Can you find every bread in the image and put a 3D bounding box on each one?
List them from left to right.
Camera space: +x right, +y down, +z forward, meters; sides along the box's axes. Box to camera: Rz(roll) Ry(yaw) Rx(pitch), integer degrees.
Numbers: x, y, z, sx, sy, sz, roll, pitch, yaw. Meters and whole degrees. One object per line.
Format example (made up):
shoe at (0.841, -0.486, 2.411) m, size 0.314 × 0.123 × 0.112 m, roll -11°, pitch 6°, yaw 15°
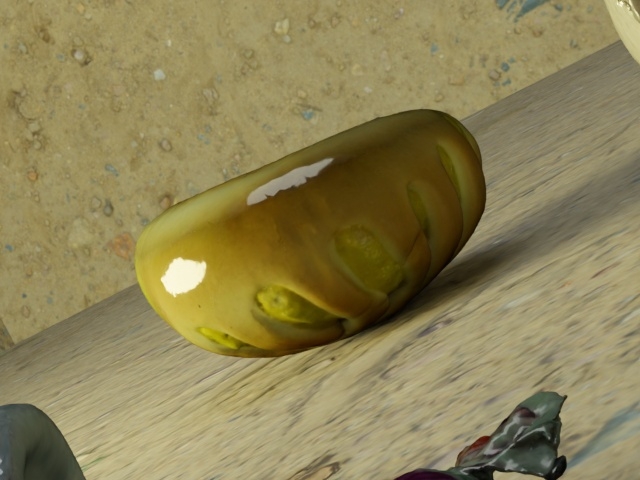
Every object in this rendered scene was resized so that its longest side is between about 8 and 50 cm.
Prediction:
bread at (0.000, 0.000, 1.041) m, size 0.213 × 0.104 × 0.213 m, roll -26°, pitch 1°, yaw 0°

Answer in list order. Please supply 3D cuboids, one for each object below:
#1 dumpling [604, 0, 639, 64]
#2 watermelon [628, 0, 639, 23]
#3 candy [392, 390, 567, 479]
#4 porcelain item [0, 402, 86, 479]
dumpling at (0.242, -0.133, 0.786) m, size 0.260 × 0.181 × 0.341 m, roll -1°, pitch -17°, yaw 29°
watermelon at (0.188, -0.090, 0.439) m, size 0.193 × 0.231 × 0.310 m, roll -28°, pitch -42°, yaw 34°
candy at (0.003, 0.083, 0.379) m, size 0.045 × 0.043 × 0.175 m, roll -21°, pitch 11°, yaw 48°
porcelain item at (-0.186, 0.124, 0.534) m, size 0.259 × 0.141 × 0.141 m, roll -20°, pitch 4°, yaw 4°
